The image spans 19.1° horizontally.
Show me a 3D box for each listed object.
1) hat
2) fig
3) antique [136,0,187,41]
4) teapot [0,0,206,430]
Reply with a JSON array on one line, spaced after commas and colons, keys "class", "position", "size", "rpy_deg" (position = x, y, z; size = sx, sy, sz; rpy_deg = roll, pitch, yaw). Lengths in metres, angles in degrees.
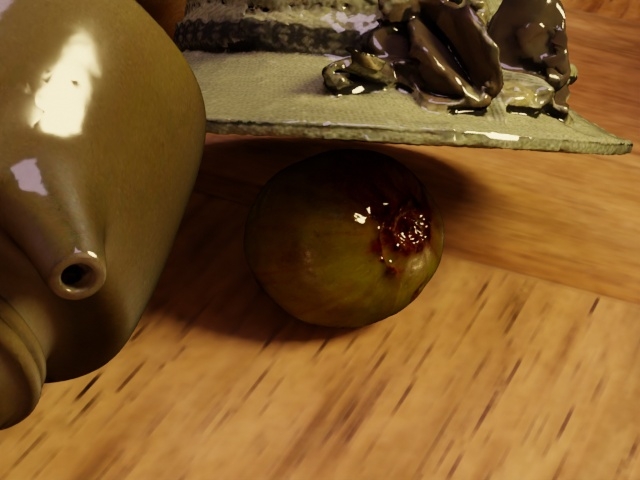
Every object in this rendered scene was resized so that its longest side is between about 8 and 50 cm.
[{"class": "hat", "position": [0.012, -0.106, 0.845], "size": [0.257, 0.130, 0.257], "rpy_deg": [2, 4, 0]}, {"class": "fig", "position": [0.000, 0.000, 0.818], "size": [0.098, 0.082, 0.084], "rpy_deg": [-11, 35, 41]}, {"class": "antique", "position": [-0.172, -0.154, 0.994], "size": [0.278, 0.129, 0.223], "rpy_deg": [-7, 31, -22]}, {"class": "teapot", "position": [-0.162, -0.002, 0.698], "size": [0.268, 0.185, 0.175], "rpy_deg": [-9, 47, 41]}]
